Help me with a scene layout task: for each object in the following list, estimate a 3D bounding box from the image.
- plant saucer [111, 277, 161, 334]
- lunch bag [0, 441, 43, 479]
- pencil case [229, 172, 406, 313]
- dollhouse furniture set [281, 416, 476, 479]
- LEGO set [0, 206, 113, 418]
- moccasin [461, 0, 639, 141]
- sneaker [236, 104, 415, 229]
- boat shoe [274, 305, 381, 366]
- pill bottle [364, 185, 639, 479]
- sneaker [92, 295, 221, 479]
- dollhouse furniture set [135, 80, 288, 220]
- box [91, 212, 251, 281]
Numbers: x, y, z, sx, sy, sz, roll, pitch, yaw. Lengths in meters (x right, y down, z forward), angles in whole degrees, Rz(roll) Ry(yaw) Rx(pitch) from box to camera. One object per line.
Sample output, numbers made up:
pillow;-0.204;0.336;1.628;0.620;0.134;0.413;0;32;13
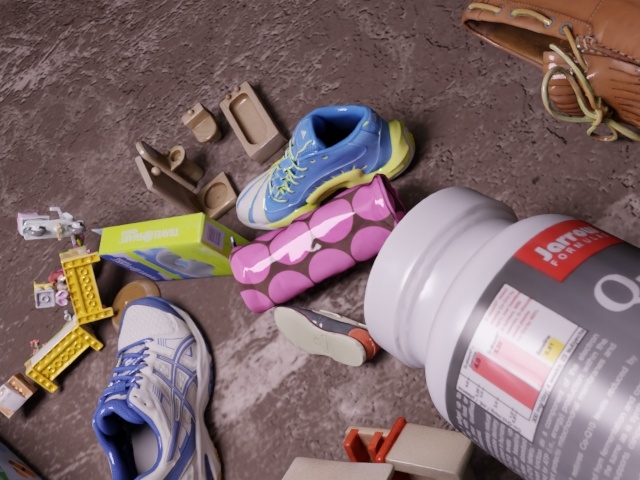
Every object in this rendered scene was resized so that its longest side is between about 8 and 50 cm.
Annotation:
plant saucer;-0.245;0.086;1.127;0.083;0.015;0.083;-14;62;27
lunch bag;-0.543;0.387;1.038;0.328;0.239;0.385;23;75;36
pencil case;0.000;0.000;0.967;0.209;0.098;0.095;-25;91;19
dollhouse furniture set;0.040;0.277;0.723;0.135;0.262;0.259;-3;33;34
LEGO set;-0.351;0.090;1.142;0.107;0.132;0.287;48;126;58
moccasin;0.270;-0.170;0.840;0.147;0.139;0.380;-46;51;7
sneaker;-0.018;-0.095;0.996;0.240;0.126;0.091;-25;57;21
boat shoe;0.007;0.098;0.943;0.137;0.049;0.043;16;35;39
pill bottle;0.218;0.104;0.697;0.363;0.210;0.210;33;88;38
sneaker;-0.194;0.176;0.979;0.112;0.131;0.296;-33;53;18
dollhouse furniture set;-0.146;-0.133;1.098;0.151;0.123;0.144;-39;53;11
box;-0.184;0.012;1.063;0.178;0.109;0.042;-7;66;30
